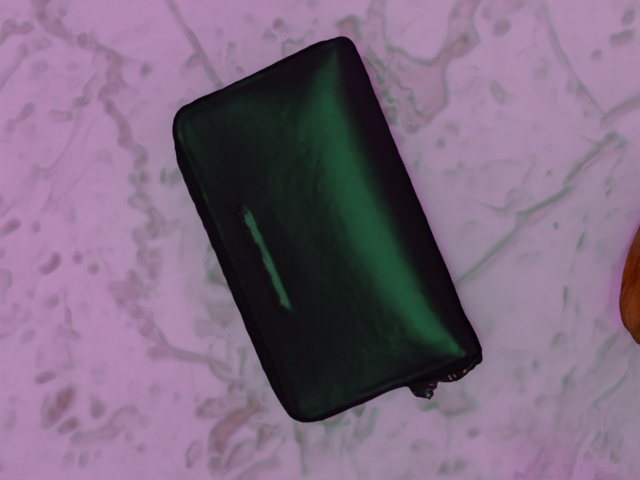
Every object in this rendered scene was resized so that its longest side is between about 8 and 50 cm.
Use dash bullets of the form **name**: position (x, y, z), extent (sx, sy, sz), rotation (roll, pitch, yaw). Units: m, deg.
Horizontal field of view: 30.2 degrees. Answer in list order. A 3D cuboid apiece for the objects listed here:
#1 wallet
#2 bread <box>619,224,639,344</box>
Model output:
- **wallet**: position (0.000, 0.000, 0.798), extent (0.149, 0.044, 0.250), rotation (-22, 88, 12)
- **bread**: position (0.338, 0.038, 0.701), extent (0.294, 0.132, 0.166), rotation (24, 95, 7)
